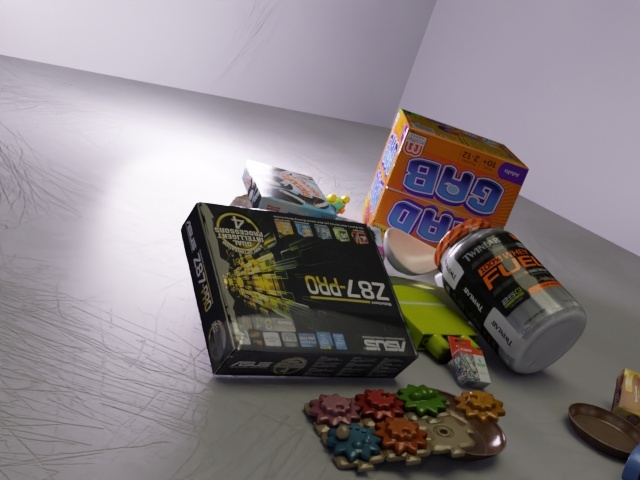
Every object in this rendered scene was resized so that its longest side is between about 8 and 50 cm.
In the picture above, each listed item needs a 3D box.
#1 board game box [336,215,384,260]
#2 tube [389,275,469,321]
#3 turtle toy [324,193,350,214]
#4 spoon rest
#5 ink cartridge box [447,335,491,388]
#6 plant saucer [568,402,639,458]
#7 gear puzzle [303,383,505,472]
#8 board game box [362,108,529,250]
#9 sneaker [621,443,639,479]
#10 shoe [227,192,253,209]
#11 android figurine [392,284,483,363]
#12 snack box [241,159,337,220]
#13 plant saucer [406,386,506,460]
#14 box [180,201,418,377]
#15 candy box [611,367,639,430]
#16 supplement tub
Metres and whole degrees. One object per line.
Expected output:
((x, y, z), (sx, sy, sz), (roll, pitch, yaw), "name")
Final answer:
((0.000, 0.000, 2.028), (0.303, 0.098, 0.224), (17, 17, -4), "board game box")
((0.259, 0.128, 1.977), (0.240, 0.070, 0.062), (20, 46, 13), "tube")
((0.021, -0.106, 2.418), (0.130, 0.066, 0.095), (4, 0, -34), "turtle toy")
((0.252, 0.048, 2.022), (0.276, 0.084, 0.137), (27, 35, -45), "spoon rest")
((0.300, 0.240, 1.640), (0.062, 0.029, 0.115), (13, 48, -26), "ink cartridge box")
((0.562, 0.378, 1.592), (0.168, 0.029, 0.168), (18, 16, -6), "plant saucer")
((0.156, 0.281, 1.301), (0.338, 0.044, 0.175), (-2, 26, -22), "gear puzzle")
((0.350, -0.144, 2.397), (0.356, 0.357, 0.356), (18, 17, -4), "board game box")
((0.636, 0.414, 1.471), (0.232, 0.082, 0.090), (4, 16, -44), "sneaker")
((-0.174, -0.097, 2.193), (0.076, 0.058, 0.219), (28, 19, 25), "shoe")
((0.230, 0.180, 1.790), (0.248, 0.056, 0.273), (5, 25, -37), "android figurine")
((-0.085, -0.112, 2.018), (0.187, 0.060, 0.322), (14, 17, -17), "snack box")
((0.219, 0.319, 1.388), (0.198, 0.036, 0.199), (17, 18, -6), "plant saucer")
((-0.040, 0.095, 1.492), (0.394, 0.097, 0.318), (8, 50, -33), "box")
((0.714, 0.357, 1.704), (0.186, 0.053, 0.109), (21, 50, 10), "candy box")
((0.414, 0.115, 1.822), (0.207, 0.207, 0.338), (4, 37, -40), "supplement tub")
